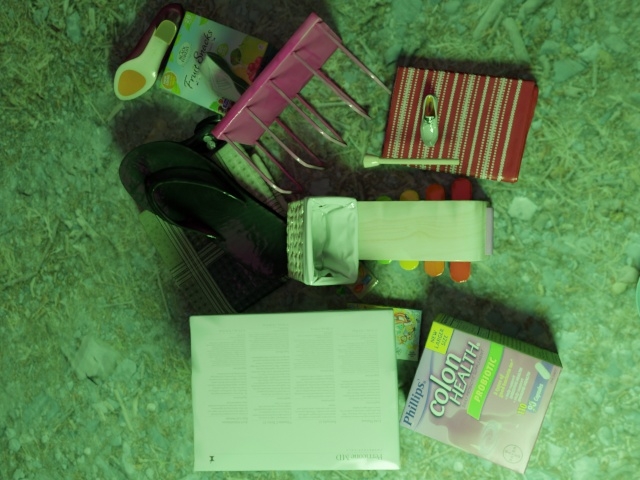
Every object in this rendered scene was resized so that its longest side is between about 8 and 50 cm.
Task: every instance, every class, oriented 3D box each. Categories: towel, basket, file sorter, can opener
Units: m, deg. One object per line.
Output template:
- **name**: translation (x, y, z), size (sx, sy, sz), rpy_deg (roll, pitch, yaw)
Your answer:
- **towel**: translation (0.269, -0.229, 1.279), size (0.275, 0.031, 0.198), rpy_deg (12, 97, 18)
- **towel**: translation (-0.206, -0.013, 1.423), size (0.312, 0.056, 0.324), rpy_deg (-35, 84, 18)
- **basket**: translation (0.000, 0.000, 1.266), size (0.103, 0.113, 0.167), rpy_deg (-1, 90, 59)
- **file sorter**: translation (-0.024, -0.251, 1.279), size (0.182, 0.202, 0.290), rpy_deg (45, 103, 7)
- **can opener**: translation (-0.283, -0.206, 1.437), size (0.186, 0.073, 0.059), rpy_deg (-28, 123, 19)

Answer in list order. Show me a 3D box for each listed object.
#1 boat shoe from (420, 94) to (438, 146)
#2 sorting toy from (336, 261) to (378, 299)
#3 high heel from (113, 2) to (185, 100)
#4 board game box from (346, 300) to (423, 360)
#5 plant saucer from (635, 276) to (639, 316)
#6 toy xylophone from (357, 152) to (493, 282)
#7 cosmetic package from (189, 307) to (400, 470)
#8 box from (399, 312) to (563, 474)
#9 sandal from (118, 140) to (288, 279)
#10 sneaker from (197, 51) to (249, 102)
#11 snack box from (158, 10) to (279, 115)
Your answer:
- **boat shoe**: translation (0.211, -0.232, 1.264), size (0.035, 0.035, 0.100), rpy_deg (6, 96, 18)
- **sorting toy**: translation (0.072, 0.092, 1.356), size (0.083, 0.012, 0.062), rpy_deg (-45, 80, 13)
- **high heel**: translation (-0.382, -0.422, 1.461), size (0.082, 0.117, 0.244), rpy_deg (28, 125, -20)
- **board game box**: translation (0.128, 0.184, 1.335), size (0.154, 0.026, 0.103), rpy_deg (4, 93, 16)
- **plant saucer**: translation (0.667, 0.100, 1.168), size (0.195, 0.037, 0.194), rpy_deg (1, 93, 17)
- **toy xylophone**: translation (0.181, -0.049, 1.283), size (0.323, 0.081, 0.236), rpy_deg (9, 95, 16)
- **cosmetic package**: translation (-0.046, 0.273, 1.212), size (0.378, 0.097, 0.284), rpy_deg (-2, 85, 6)
- **box**: translation (0.302, 0.282, 1.241), size (0.243, 0.117, 0.213), rpy_deg (19, 97, 15)
- **sandal**: translation (-0.237, -0.075, 1.342), size (0.446, 0.107, 0.167), rpy_deg (29, 103, 13)
- **sneaker**: translation (-0.191, -0.313, 1.334), size (0.152, 0.054, 0.061), rpy_deg (48, 119, 11)
- **snack box**: translation (-0.219, -0.368, 1.397), size (0.207, 0.070, 0.174), rpy_deg (24, 99, 15)
